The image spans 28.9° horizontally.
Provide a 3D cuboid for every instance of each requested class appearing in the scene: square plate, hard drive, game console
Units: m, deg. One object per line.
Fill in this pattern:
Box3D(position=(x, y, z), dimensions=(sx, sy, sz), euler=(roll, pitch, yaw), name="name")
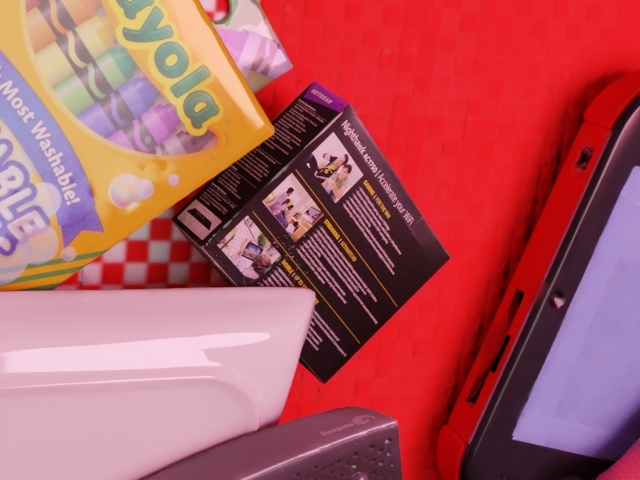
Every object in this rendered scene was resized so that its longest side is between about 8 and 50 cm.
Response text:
Box3D(position=(-0.183, 0.189, 0.785), dimensions=(0.344, 0.049, 0.347), euler=(0, 118, -32), name="square plate")
Box3D(position=(-0.064, 0.209, 0.802), dimensions=(0.254, 0.054, 0.172), euler=(-22, 128, -19), name="hard drive")
Box3D(position=(0.290, 0.078, 1.019), dimensions=(0.342, 0.060, 0.387), euler=(19, 100, -29), name="game console")

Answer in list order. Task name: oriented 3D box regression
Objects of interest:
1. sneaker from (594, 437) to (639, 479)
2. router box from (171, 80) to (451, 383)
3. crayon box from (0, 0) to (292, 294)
Box3D(position=(0.317, 0.137, 0.983), dimensions=(0.313, 0.116, 0.136), euler=(-22, 109, -30), name="sneaker")
Box3D(position=(0.000, 0.000, 0.846), dimensions=(0.133, 0.046, 0.179), euler=(-44, 135, -7), name="router box")
Box3D(position=(-0.173, -0.091, 0.738), dimensions=(0.323, 0.083, 0.203), euler=(-37, 118, -12), name="crayon box")
